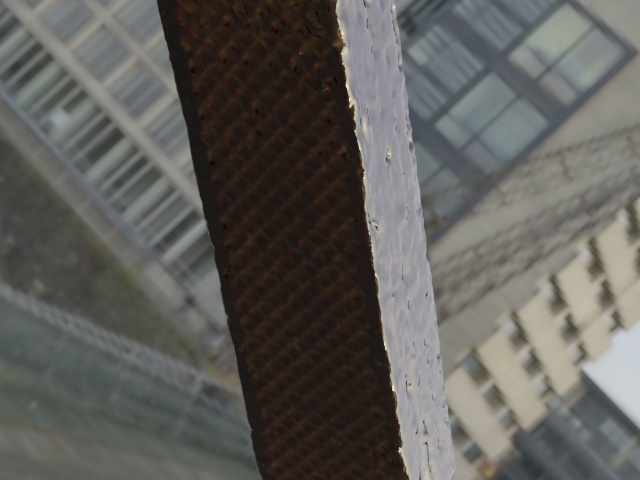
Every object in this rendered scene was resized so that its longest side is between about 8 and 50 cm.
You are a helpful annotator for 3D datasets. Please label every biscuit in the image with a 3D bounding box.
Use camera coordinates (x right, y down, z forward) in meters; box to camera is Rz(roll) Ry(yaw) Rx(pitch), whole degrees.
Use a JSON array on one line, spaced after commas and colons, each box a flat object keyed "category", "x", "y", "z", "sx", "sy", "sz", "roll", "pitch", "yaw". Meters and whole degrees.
[{"category": "biscuit", "x": 0.000, "y": 0.000, "z": 0.880, "sx": 0.107, "sy": 0.073, "sz": 0.388, "roll": 9, "pitch": -52, "yaw": 26}]
